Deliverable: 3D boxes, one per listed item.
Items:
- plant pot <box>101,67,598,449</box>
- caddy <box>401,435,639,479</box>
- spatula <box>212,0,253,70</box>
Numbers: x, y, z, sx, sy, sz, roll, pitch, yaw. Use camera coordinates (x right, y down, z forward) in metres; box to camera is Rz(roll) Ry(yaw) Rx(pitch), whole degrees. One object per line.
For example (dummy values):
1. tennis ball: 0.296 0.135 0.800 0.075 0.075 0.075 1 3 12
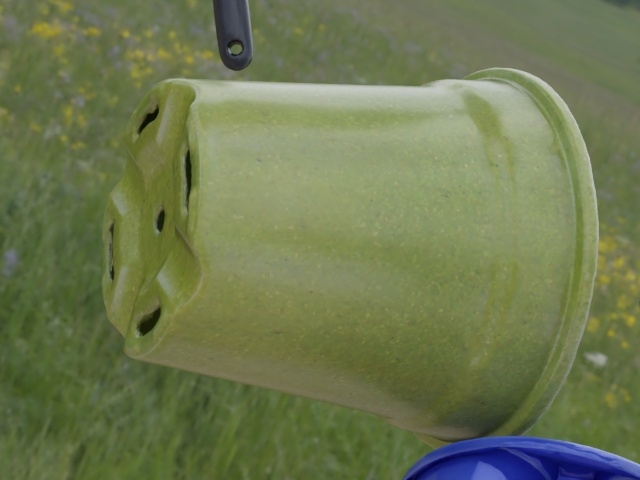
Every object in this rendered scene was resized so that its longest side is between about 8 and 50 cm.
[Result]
1. plant pot: 0.000 0.000 0.910 0.254 0.276 0.276 8 17 -27
2. caddy: 0.158 0.265 0.898 0.241 0.341 0.179 10 48 19
3. spatula: -0.087 -0.289 1.180 0.084 0.296 0.030 -6 -12 2
